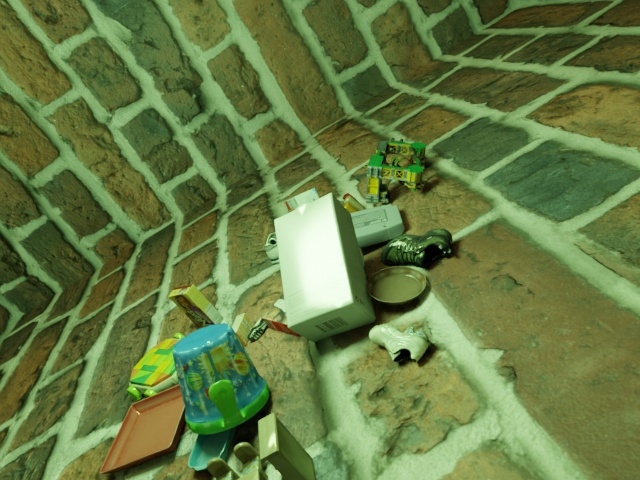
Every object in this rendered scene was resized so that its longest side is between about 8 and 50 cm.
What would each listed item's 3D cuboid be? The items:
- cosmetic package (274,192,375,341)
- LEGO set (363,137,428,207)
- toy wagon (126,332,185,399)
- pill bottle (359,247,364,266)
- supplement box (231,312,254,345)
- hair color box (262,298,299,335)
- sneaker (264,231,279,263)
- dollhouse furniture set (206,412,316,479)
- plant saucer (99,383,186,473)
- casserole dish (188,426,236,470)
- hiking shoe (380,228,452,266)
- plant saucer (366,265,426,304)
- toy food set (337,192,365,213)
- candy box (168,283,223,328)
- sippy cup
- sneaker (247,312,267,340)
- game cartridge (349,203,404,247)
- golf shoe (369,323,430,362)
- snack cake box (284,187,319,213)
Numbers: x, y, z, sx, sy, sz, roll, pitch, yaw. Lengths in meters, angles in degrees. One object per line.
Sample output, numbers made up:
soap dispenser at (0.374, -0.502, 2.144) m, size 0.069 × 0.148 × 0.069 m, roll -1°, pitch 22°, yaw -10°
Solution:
cosmetic package at (0.005, 0.077, 1.514) m, size 0.217 × 0.156 × 0.384 m, roll -22°, pitch 53°, yaw 20°
LEGO set at (0.296, -0.250, 2.014) m, size 0.255 × 0.192 × 0.331 m, roll 2°, pitch 34°, yaw 4°
toy wagon at (-0.509, 0.430, 1.761) m, size 0.345 × 0.068 × 0.267 m, roll -9°, pitch 34°, yaw 42°
pill bottle at (0.014, 0.084, 1.699) m, size 0.246 × 0.136 × 0.136 m, roll -17°, pitch 28°, yaw 31°
supplement box at (-0.264, 0.301, 1.718) m, size 0.036 × 0.062 × 0.098 m, roll -22°, pitch 27°, yaw 24°
hair color box at (-0.102, 0.244, 1.642) m, size 0.167 × 0.053 × 0.093 m, roll 0°, pitch 40°, yaw 52°
sneaker at (-0.167, -0.005, 2.140) m, size 0.090 × 0.094 × 0.235 m, roll -23°, pitch 24°, yaw 24°
dollhouse furniture set at (-0.154, 0.505, 1.079) m, size 0.242 × 0.161 × 0.212 m, roll -31°, pitch 24°, yaw 4°
plant saucer at (-0.500, 0.560, 1.532) m, size 0.259 × 0.047 × 0.259 m, roll -25°, pitch 26°, yaw 16°
casserole dish at (-0.275, 0.524, 1.341) m, size 0.114 × 0.037 × 0.188 m, roll -23°, pitch 25°, yaw 21°
hiking shoe at (0.281, 0.034, 1.534) m, size 0.227 × 0.086 × 0.114 m, roll -21°, pitch 23°, yaw 23°
plant saucer at (0.216, 0.132, 1.452) m, size 0.169 × 0.029 × 0.168 m, roll -10°, pitch 30°, yaw 6°
toy food set at (0.110, -0.111, 2.045) m, size 0.111 × 0.105 × 0.232 m, roll -58°, pitch 14°, yaw -19°
candy box at (-0.461, 0.247, 1.903) m, size 0.109 × 0.186 × 0.053 m, roll -12°, pitch 34°, yaw 37°
sippy cup at (-0.280, 0.353, 1.370) m, size 0.306 × 0.223 × 0.240 m, roll -9°, pitch 16°, yaw 39°
sneaker at (-0.203, 0.290, 1.705) m, size 0.109 × 0.040 × 0.044 m, roll -49°, pitch 1°, yaw -23°
game cartridge at (0.143, -0.043, 1.815) m, size 0.295 × 0.060 × 0.196 m, roll -13°, pitch 24°, yaw 8°
golf shoe at (0.181, 0.257, 1.266) m, size 0.176 × 0.069 × 0.086 m, roll -7°, pitch 41°, yaw 46°
snack cake box at (-0.058, -0.114, 2.051) m, size 0.089 × 0.152 × 0.264 m, roll -25°, pitch 6°, yaw -12°
